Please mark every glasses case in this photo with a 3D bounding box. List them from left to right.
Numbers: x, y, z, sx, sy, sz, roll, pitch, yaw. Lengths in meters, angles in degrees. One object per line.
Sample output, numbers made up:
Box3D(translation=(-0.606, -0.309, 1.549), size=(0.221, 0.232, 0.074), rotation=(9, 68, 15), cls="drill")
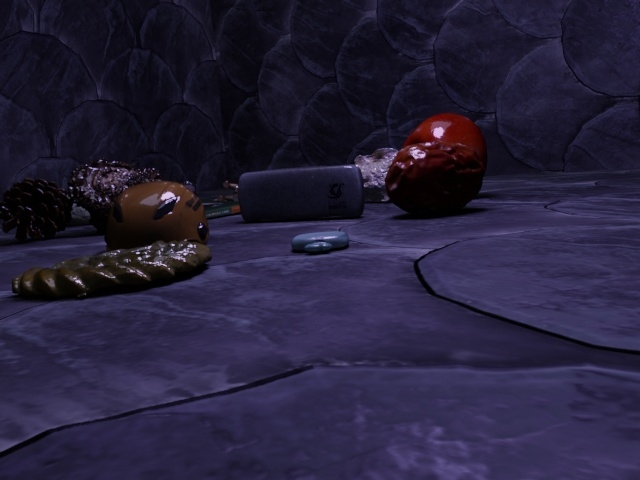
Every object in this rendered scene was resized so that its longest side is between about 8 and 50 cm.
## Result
Box3D(translation=(-0.051, -0.117, 1.388), size=(0.323, 0.131, 0.074), rotation=(-2, 8, 18), cls="glasses case")

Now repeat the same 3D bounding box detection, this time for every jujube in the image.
Box3D(translation=(0.265, -0.146, 1.292), size=(0.251, 0.174, 0.174), rotation=(-14, 12, -32), cls="jujube")

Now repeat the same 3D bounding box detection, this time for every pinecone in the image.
Box3D(translation=(-0.715, -0.071, 1.374), size=(0.163, 0.162, 0.165), rotation=(-3, 19, 8), cls="pinecone")

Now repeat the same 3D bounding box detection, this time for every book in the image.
Box3D(translation=(-0.424, -0.081, 1.687), size=(0.260, 0.043, 0.371), rotation=(5, 13, 37), cls="book")

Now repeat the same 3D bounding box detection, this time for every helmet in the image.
Box3D(translation=(-0.318, -0.049, 1.072), size=(0.199, 0.129, 0.224), rotation=(-7, 9, 7), cls="helmet")

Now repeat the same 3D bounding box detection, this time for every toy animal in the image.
Box3D(translation=(-0.307, -0.196, 2.313), size=(0.158, 0.097, 0.312), rotation=(5, -2, -38), cls="toy animal")

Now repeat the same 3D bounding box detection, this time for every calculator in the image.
Box3D(translation=(0.000, 0.000, 0.922), size=(0.095, 0.021, 0.153), rotation=(-4, 5, 4), cls="calculator")

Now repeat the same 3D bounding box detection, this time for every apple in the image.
Box3D(translation=(0.368, -0.245, 1.670), size=(0.217, 0.260, 0.260), rotation=(-4, 7, -33), cls="apple")

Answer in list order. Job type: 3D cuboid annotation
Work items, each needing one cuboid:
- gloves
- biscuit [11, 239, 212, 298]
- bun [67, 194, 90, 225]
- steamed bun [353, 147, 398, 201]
Box3D(translation=(-0.493, -0.110, 1.435), size=(0.313, 0.210, 0.135), rotation=(20, -28, 8), cls="gloves")
Box3D(translation=(-0.255, 0.033, 0.772), size=(0.187, 0.036, 0.274), rotation=(0, 9, 30), cls="biscuit")
Box3D(translation=(-0.761, -0.112, 1.816), size=(0.196, 0.118, 0.195), rotation=(-8, 8, 1), cls="bun")
Box3D(translation=(0.176, -0.210, 1.808), size=(0.226, 0.170, 0.200), rotation=(1, 14, 40), cls="steamed bun")
